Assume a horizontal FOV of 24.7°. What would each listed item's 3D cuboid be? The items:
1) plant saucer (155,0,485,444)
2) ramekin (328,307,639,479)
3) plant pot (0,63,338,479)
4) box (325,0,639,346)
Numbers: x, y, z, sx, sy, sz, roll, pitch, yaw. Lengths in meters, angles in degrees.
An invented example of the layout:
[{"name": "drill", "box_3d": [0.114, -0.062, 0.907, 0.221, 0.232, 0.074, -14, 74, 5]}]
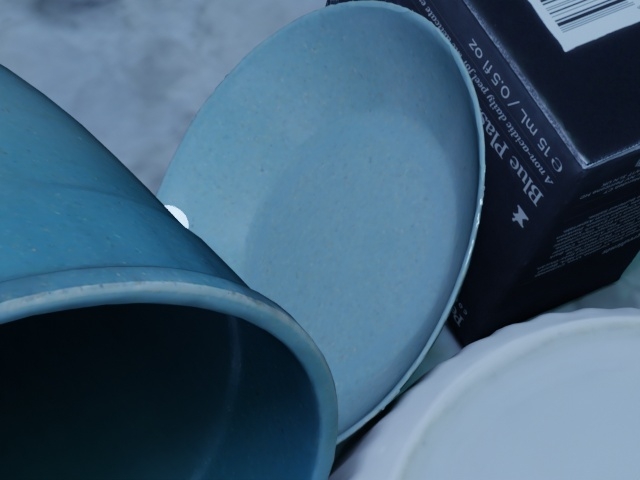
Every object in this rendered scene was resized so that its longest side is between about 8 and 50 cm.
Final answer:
[{"name": "plant saucer", "box_3d": [0.000, 0.000, 0.589, 0.037, 0.195, 0.195, 24, 52, -41]}, {"name": "ramekin", "box_3d": [0.110, 0.149, 0.535, 0.273, 0.127, 0.273, 4, 62, -8]}, {"name": "plant pot", "box_3d": [-0.176, 0.036, 0.484, 0.272, 0.271, 0.255, -27, 55, -22]}, {"name": "box", "box_3d": [0.078, -0.064, 0.623, 0.093, 0.158, 0.156, -23, 68, -23]}]
